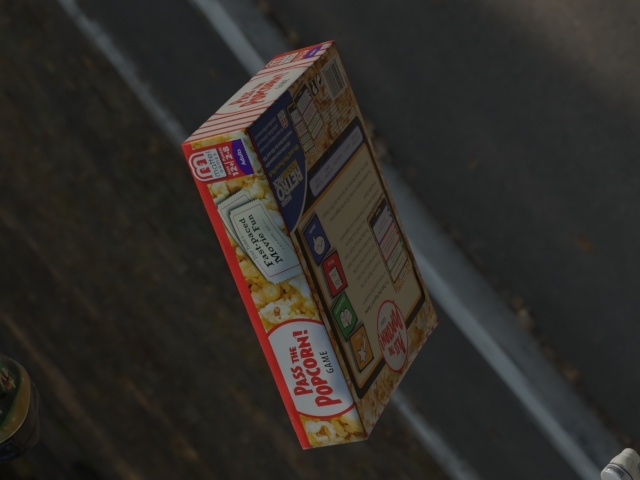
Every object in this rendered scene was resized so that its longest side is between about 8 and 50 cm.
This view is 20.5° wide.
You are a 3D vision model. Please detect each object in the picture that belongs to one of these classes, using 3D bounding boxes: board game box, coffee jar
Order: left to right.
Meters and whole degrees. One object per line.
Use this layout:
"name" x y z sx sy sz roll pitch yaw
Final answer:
"coffee jar" -0.268 0.086 1.215 0.184 0.096 0.079 62 -162 -44
"board game box" 0.000 0.000 1.026 0.045 0.147 0.193 -12 109 26

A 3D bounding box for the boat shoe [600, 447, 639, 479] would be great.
"boat shoe" 0.245 0.198 1.393 0.035 0.035 0.100 26 152 37
